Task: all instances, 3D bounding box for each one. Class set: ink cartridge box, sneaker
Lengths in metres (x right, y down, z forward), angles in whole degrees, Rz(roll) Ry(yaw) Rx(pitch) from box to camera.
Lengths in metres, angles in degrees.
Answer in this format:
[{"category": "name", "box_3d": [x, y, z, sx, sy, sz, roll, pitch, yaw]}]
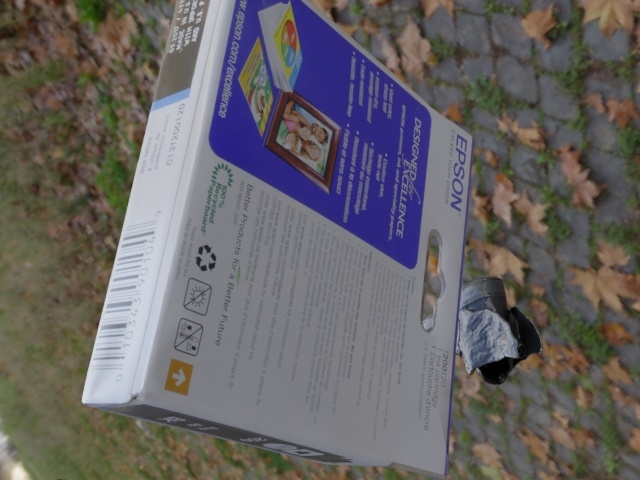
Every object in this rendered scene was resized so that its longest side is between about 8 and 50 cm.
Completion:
[{"category": "ink cartridge box", "box_3d": [0.000, 0.000, 0.420, 0.045, 0.206, 0.208, -9, 154, 41]}, {"category": "sneaker", "box_3d": [0.142, 0.095, 0.782, 0.170, 0.051, 0.089, 121, 143, -56]}]

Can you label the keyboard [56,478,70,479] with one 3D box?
[{"category": "keyboard", "box_3d": [-0.203, 0.265, 0.603, 0.100, 0.038, 0.192, 131, 141, -58]}]
